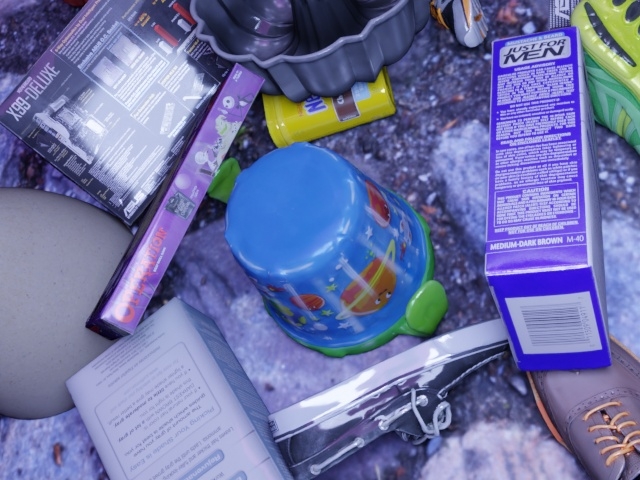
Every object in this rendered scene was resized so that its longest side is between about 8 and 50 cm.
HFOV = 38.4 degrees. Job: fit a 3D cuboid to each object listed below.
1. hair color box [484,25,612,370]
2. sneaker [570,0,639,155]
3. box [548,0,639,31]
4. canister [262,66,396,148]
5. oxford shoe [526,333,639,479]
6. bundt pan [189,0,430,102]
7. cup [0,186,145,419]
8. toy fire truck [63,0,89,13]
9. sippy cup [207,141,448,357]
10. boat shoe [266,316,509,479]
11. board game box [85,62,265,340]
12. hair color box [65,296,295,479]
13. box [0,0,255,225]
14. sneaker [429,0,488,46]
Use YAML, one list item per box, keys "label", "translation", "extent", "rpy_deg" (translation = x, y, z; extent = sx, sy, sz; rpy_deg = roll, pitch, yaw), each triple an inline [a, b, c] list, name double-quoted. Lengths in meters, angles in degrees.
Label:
- label: "hair color box"
  translation: [0.249, -0.050, 1.008]
  extent: [0.110, 0.185, 0.338]
  rpy_deg: [-5, 50, 21]
- label: "sneaker"
  translation: [0.394, -0.159, 1.092]
  extent: [0.109, 0.123, 0.295]
  rpy_deg: [-27, 80, 1]
- label: "box"
  translation: [0.409, -0.384, 1.201]
  extent: [0.216, 0.060, 0.270]
  rpy_deg: [-2, 68, 20]
- label: "canister"
  translation: [0.010, -0.206, 1.278]
  extent: [0.170, 0.073, 0.126]
  rpy_deg: [-17, 63, 13]
- label: "oxford shoe"
  translation: [0.322, 0.204, 0.952]
  extent: [0.130, 0.133, 0.363]
  rpy_deg: [-35, 61, 6]
- label: "bundt pan"
  translation: [-0.001, -0.314, 1.226]
  extent: [0.331, 0.124, 0.330]
  rpy_deg: [-10, 53, 14]
- label: "cup"
  translation: [-0.440, 0.058, 1.252]
  extent: [0.331, 0.237, 0.331]
  rpy_deg: [-8, 66, 19]
- label: "toy fire truck"
  translation: [-0.297, -0.452, 1.467]
  extent: [0.254, 0.169, 0.302]
  rpy_deg: [-21, 61, -15]
- label: "sippy cup"
  translation: [0.000, 0.000, 1.110]
  extent: [0.306, 0.224, 0.240]
  rpy_deg: [-5, 67, 20]
- label: "boat shoe"
  translation: [0.096, 0.185, 1.056]
  extent: [0.306, 0.113, 0.105]
  rpy_deg: [-24, 80, -9]
- label: "board game box"
  translation: [-0.187, -0.041, 1.155]
  extent: [0.346, 0.056, 0.208]
  rpy_deg: [-65, 18, -16]
- label: "hair color box"
  translation: [-0.142, 0.274, 1.117]
  extent: [0.185, 0.113, 0.374]
  rpy_deg: [-38, 60, 4]
- label: "box"
  translation: [-0.270, -0.212, 1.311]
  extent: [0.242, 0.076, 0.307]
  rpy_deg: [39, 86, -10]
- label: "sneaker"
  translation: [0.170, -0.340, 1.270]
  extent: [0.083, 0.084, 0.215]
  rpy_deg: [-24, 53, 14]
